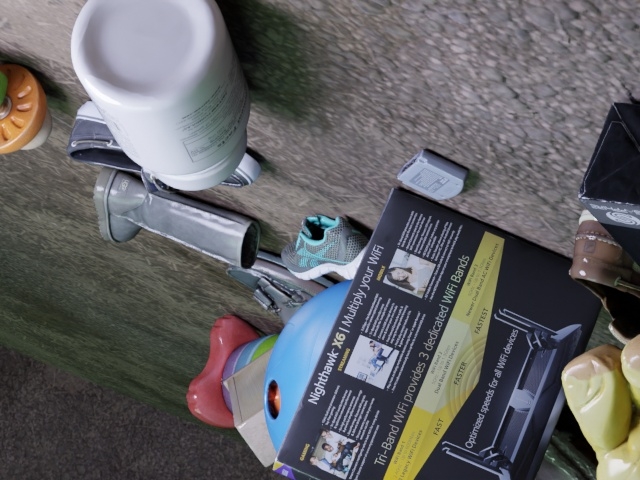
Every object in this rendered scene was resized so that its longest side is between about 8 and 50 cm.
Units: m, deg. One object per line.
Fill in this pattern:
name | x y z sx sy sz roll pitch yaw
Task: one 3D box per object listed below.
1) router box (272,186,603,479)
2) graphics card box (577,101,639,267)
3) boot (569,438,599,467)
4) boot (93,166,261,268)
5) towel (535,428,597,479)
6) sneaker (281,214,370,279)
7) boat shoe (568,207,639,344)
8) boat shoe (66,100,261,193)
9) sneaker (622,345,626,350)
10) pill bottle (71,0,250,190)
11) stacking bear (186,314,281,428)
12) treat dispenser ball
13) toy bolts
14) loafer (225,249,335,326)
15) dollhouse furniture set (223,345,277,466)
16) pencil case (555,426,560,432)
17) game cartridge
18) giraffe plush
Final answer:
router box | 0.122 0.135 1.560 0.243 0.309 0.081 24 165 3
graphics card box | 0.384 0.027 1.220 0.233 0.094 0.371 10 161 41
boot | 0.455 0.341 2.197 0.220 0.109 0.283 28 172 1
boot | -0.176 -0.017 1.971 0.208 0.076 0.189 15 166 6
towel | 0.282 0.291 2.189 0.282 0.049 0.187 43 154 -2
sneaker | 0.000 0.000 1.791 0.076 0.065 0.166 49 152 -22
boat shoe | 0.296 0.055 1.438 0.095 0.095 0.257 9 159 42
boat shoe | -0.177 -0.087 1.696 0.228 0.076 0.080 19 164 17
sneaker | 0.416 0.170 1.599 0.111 0.121 0.300 35 161 -34
pill bottle | -0.131 -0.131 1.377 0.131 0.131 0.229 20 164 13
stacking bear | -0.036 0.216 2.379 0.289 0.175 0.164 -3 148 45
treat dispenser ball | 0.076 0.183 1.828 0.288 0.288 0.288 22 165 6
toy bolts | -0.431 -0.133 1.734 0.228 0.218 0.158 36 178 29
loafer | -0.007 0.093 2.034 0.267 0.084 0.096 23 165 1
dollhouse furniture set | 0.047 0.336 2.164 0.394 0.362 0.256 55 -179 -12
pencil case | 0.280 0.291 2.317 0.151 0.064 0.070 10 148 41
game cartridge | 0.109 -0.061 1.480 0.056 0.017 0.083 29 164 -7
giraffe plush | 0.325 0.169 1.404 0.181 0.210 0.170 20 -156 29
